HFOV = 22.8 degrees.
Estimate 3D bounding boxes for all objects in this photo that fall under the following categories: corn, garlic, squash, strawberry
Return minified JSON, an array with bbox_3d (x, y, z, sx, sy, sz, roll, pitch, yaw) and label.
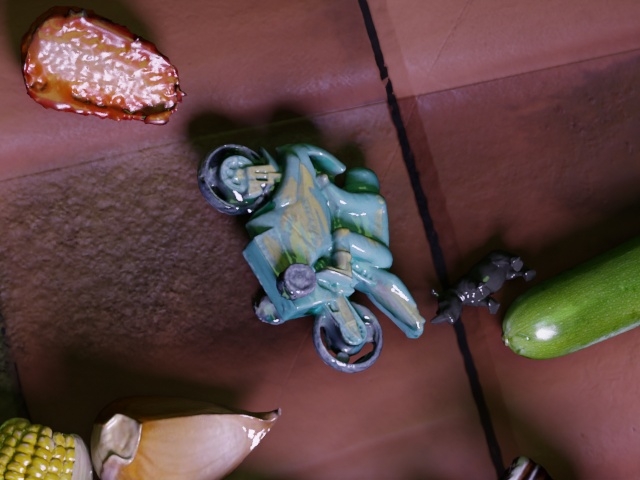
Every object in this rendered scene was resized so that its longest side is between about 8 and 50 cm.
[{"bbox_3d":[-0.327,0.332,1.615,0.123,0.122,0.305,34,71,-39],"label":"corn"},{"bbox_3d":[-0.161,0.212,1.677,0.206,0.128,0.115,-7,32,-39],"label":"garlic"},{"bbox_3d":[0.376,0.042,1.835,0.378,0.101,0.101,-21,82,-17],"label":"squash"},{"bbox_3d":[-0.247,-0.187,1.775,0.188,0.082,0.121,25,93,-15],"label":"strawberry"}]

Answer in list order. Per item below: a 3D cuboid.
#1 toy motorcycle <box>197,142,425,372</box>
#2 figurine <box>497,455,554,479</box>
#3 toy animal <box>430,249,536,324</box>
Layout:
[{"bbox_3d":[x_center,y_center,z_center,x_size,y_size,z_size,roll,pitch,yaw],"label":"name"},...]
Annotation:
[{"bbox_3d":[0.001,0.002,1.771,0.198,0.109,0.296,-27,82,-27],"label":"toy motorcycle"},{"bbox_3d":[0.187,0.411,1.606,0.323,0.196,0.320,-51,133,-29],"label":"figurine"},{"bbox_3d":[0.176,0.057,1.809,0.135,0.065,0.047,-39,122,-19],"label":"toy animal"}]
